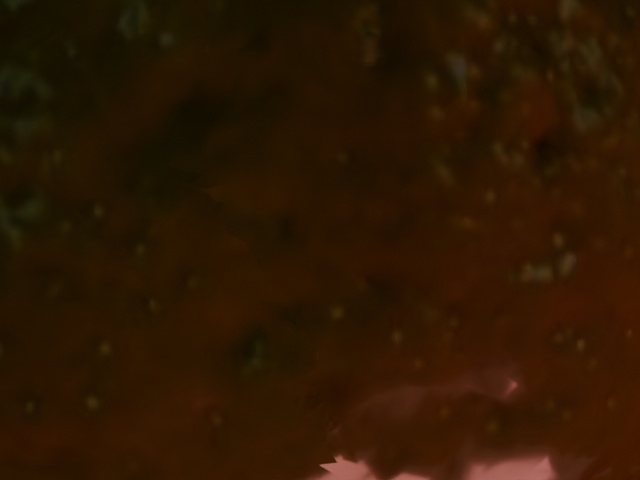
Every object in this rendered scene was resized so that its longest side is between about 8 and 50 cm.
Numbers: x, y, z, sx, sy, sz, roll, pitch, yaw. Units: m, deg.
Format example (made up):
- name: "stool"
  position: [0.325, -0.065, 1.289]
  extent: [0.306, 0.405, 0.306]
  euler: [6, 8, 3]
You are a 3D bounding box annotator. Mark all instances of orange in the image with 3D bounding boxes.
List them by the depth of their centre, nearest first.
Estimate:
- name: "orange"
  position: [-0.034, -0.030, 0.485]
  extent: [0.340, 0.293, 0.340]
  euler: [-10, -174, 1]
